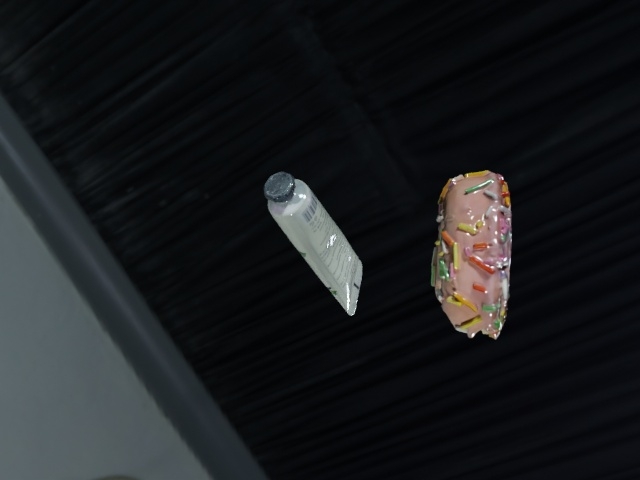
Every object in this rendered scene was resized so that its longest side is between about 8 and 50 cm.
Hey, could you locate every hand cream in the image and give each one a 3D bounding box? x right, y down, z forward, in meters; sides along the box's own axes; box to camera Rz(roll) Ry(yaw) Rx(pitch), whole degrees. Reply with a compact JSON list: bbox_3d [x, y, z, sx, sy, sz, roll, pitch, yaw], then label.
[{"bbox_3d":[0.000,0.000,1.246,0.234,0.050,0.080,53,41,-48],"label":"hand cream"}]

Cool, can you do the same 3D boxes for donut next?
[{"bbox_3d":[0.182,0.012,1.302,0.233,0.085,0.199,-12,106,-87],"label":"donut"}]
